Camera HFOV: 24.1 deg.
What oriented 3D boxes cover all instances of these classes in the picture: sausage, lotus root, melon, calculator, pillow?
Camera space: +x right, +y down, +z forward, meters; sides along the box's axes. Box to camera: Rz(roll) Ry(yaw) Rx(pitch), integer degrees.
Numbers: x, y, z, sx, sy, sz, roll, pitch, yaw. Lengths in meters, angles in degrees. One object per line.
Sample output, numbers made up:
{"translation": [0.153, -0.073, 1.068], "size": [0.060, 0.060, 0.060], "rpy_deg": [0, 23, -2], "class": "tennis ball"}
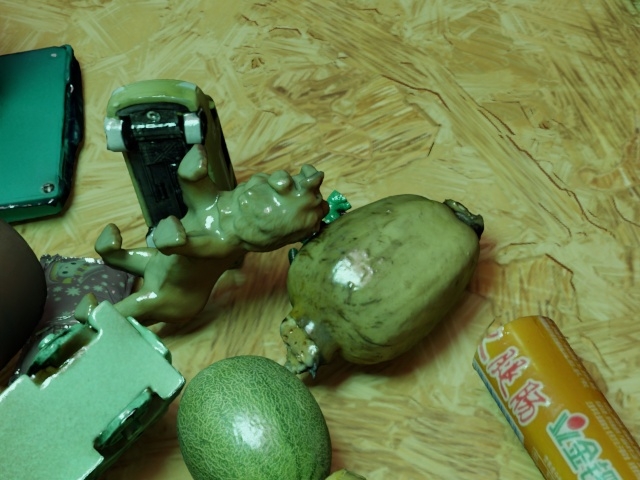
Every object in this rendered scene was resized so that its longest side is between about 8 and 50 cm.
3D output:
{"translation": [0.248, 0.205, 1.361], "size": [0.093, 0.093, 0.312], "rpy_deg": [-23, 50, -8], "class": "sausage"}
{"translation": [0.060, 0.034, 1.510], "size": [0.154, 0.140, 0.257], "rpy_deg": [37, 58, 26], "class": "lotus root"}
{"translation": [-0.065, 0.181, 1.411], "size": [0.139, 0.139, 0.192], "rpy_deg": [-29, 44, -13], "class": "melon"}
{"translation": [-0.406, -0.113, 1.775], "size": [0.248, 0.058, 0.274], "rpy_deg": [-11, 50, 3], "class": "calculator"}
{"translation": [-0.258, 0.090, 1.588], "size": [0.118, 0.043, 0.185], "rpy_deg": [2, 48, 8], "class": "pillow"}

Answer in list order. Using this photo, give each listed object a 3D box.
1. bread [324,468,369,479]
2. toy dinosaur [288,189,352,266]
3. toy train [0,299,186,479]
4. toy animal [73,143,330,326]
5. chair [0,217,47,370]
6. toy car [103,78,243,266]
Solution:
{"translation": [-0.029, 0.318, 1.284], "size": [0.288, 0.119, 0.152], "rpy_deg": [-37, 32, -20], "class": "bread"}
{"translation": [0.000, 0.000, 1.607], "size": [0.132, 0.059, 0.096], "rpy_deg": [38, 71, 25], "class": "toy dinosaur"}
{"translation": [-0.275, 0.202, 1.410], "size": [0.129, 0.159, 0.326], "rpy_deg": [43, 69, 6], "class": "toy train"}
{"translation": [-0.121, 0.014, 1.512], "size": [0.312, 0.158, 0.097], "rpy_deg": [-42, 41, 31], "class": "toy animal"}
{"translation": [-0.460, 0.144, 1.467], "size": [0.227, 0.226, 0.401], "rpy_deg": [20, 57, 25], "class": "chair"}
{"translation": [-0.146, -0.083, 1.571], "size": [0.101, 0.256, 0.124], "rpy_deg": [-4, 47, 8], "class": "toy car"}
